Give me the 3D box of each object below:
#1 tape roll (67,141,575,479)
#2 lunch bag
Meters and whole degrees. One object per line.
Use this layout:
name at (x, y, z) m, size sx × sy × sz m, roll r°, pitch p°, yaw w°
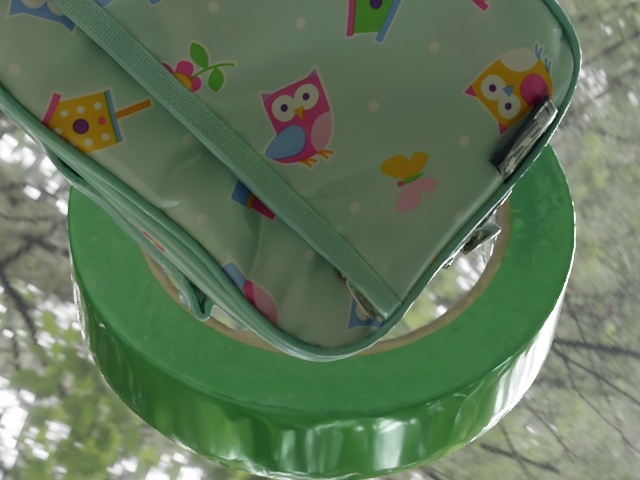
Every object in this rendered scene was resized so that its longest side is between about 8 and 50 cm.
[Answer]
tape roll at (0.000, 0.000, 1.187) m, size 0.321 × 0.077 × 0.321 m, roll 2°, pitch -130°, yaw -2°
lunch bag at (-0.025, -0.085, 0.851) m, size 0.224 × 0.279 × 0.108 m, roll -51°, pitch -155°, yaw -7°
